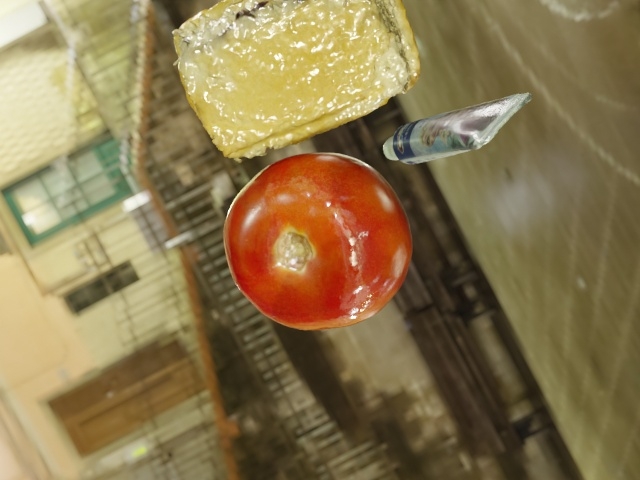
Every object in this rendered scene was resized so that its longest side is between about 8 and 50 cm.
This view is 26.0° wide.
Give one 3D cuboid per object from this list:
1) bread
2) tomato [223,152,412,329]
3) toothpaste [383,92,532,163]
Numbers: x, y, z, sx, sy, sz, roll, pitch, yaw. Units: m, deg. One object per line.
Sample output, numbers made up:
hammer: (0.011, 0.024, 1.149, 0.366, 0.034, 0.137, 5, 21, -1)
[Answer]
bread: (-0.024, -0.184, 1.411, 0.121, 0.245, 0.174, -102, -13, -64)
tomato: (0.000, 0.000, 1.431, 0.195, 0.195, 0.136, 63, -154, -1)
toothpaste: (0.109, -0.092, 1.197, 0.037, 0.062, 0.216, 44, 163, -15)
